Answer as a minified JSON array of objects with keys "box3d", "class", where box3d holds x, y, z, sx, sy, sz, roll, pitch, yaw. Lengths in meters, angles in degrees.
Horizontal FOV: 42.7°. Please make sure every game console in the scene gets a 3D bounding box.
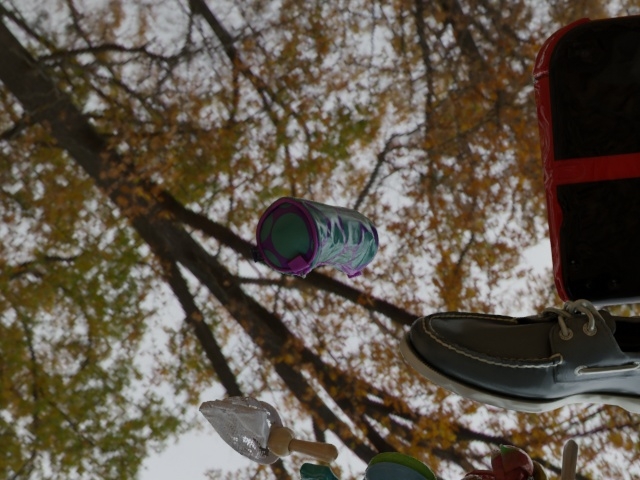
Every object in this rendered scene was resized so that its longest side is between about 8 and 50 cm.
[{"box3d":[0.457,-0.106,0.959,0.387,0.342,0.060,-5,-178,5],"class":"game console"}]

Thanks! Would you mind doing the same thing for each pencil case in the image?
[{"box3d":[0.000,0.000,0.743,0.064,0.152,0.070,-15,-98,24],"class":"pencil case"}]

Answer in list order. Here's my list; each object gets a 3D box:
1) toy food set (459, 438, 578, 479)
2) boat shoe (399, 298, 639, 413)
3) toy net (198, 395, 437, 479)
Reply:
[{"box3d":[0.136,0.241,0.733,0.218,0.071,0.128,-55,-178,46],"class":"toy food set"},{"box3d":[0.228,0.088,0.737,0.320,0.099,0.116,8,-154,-14],"class":"boat shoe"},{"box3d":[-0.010,0.209,0.774,0.122,0.232,0.045,-57,-177,46],"class":"toy net"}]
